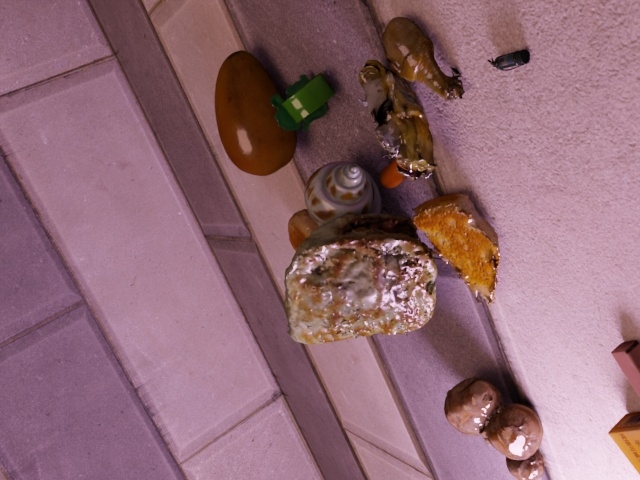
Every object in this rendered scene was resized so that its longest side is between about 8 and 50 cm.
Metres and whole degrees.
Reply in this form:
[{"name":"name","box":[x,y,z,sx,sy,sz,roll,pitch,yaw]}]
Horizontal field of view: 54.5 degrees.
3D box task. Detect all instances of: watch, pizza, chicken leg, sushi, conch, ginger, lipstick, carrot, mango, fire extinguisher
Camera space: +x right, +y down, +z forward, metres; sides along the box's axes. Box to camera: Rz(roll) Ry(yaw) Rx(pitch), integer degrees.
[{"name":"watch","box":[-0.043,-0.361,1.652,0.131,0.165,0.152,54,176,-15]},{"name":"pizza","box":[0.347,0.020,1.457,0.297,0.071,0.189,56,144,-1]},{"name":"chicken leg","box":[0.210,-0.363,1.287,0.227,0.088,0.103,49,144,7]},{"name":"sushi","box":[0.156,-0.271,1.354,0.131,0.139,0.290,-25,72,28]},{"name":"conch","box":[0.064,-0.089,1.664,0.368,0.197,0.249,42,-140,-65]},{"name":"ginger","box":[0.468,0.489,1.643,0.304,0.155,0.244,41,148,35]},{"name":"lipstick","box":[0.636,0.270,1.220,0.145,0.045,0.045,58,154,4]},{"name":"carrot","box":[0.205,-0.199,1.500,0.062,0.066,0.271,23,151,-5]},{"name":"mango","box":[-0.208,-0.381,1.887,0.264,0.221,0.377,-3,104,68]},{"name":"fire extinguisher","box":[0.344,-0.325,1.134,0.038,0.025,0.083,44,162,-25]}]

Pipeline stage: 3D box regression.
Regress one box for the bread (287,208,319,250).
[{"name":"bread","box":[0.000,0.000,2.010,0.244,0.134,0.244,44,154,28]}]

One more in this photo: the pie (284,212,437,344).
[{"name":"pie","box":[0.090,0.119,1.608,0.180,0.418,0.395,-105,0,-51]}]

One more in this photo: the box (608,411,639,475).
[{"name":"box","box":[0.715,0.409,1.192,0.174,0.076,0.274,54,155,9]}]
